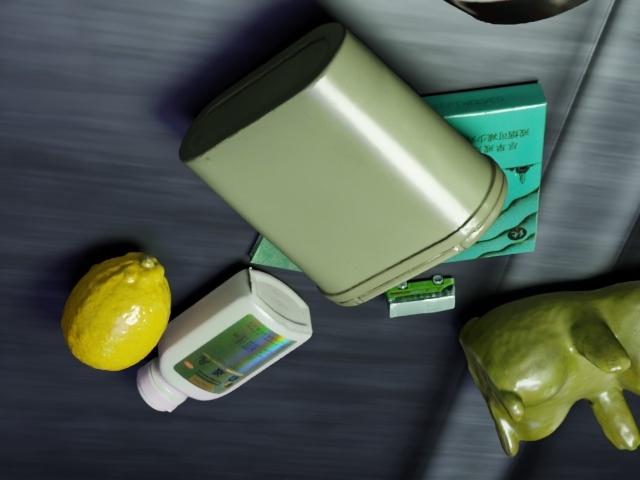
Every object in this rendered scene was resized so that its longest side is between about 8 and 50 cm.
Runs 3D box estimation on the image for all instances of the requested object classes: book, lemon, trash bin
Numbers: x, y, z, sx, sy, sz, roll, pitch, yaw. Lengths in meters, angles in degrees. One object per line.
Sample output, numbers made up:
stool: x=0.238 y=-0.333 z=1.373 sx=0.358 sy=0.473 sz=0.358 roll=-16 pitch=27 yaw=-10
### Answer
book: x=0.000 y=0.000 z=1.549 sx=0.135 sy=0.017 sz=0.103 roll=11 pitch=134 yaw=-21
lemon: x=-0.224 y=0.078 z=1.527 sx=0.114 sy=0.114 sz=0.155 roll=23 pitch=117 yaw=-30
trash bin: x=0.022 y=-0.071 z=1.368 sx=0.243 sy=0.121 sz=0.247 roll=-28 pitch=124 yaw=33

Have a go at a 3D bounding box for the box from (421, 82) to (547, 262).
box: x=0.157 y=-0.066 z=1.488 sx=0.161 sy=0.042 sz=0.226 roll=-7 pitch=137 yaw=-1

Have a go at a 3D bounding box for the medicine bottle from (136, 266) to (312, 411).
medicine bottle: x=-0.123 y=0.125 z=1.617 sx=0.219 sy=0.078 sz=0.115 roll=-36 pitch=132 yaw=25

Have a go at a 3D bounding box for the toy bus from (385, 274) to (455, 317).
toy bus: x=0.120 y=0.067 z=1.626 sx=0.083 sy=0.037 sz=0.031 roll=-7 pitch=138 yaw=-3

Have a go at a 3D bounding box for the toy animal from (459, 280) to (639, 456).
toy animal: x=0.354 y=0.132 z=1.629 sx=0.363 sy=0.180 sz=0.181 roll=-13 pitch=144 yaw=6

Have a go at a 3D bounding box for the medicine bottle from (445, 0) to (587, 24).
medicine bottle: x=0.110 y=-0.370 z=1.033 sx=0.242 sy=0.242 sz=0.395 roll=-27 pitch=126 yaw=18
